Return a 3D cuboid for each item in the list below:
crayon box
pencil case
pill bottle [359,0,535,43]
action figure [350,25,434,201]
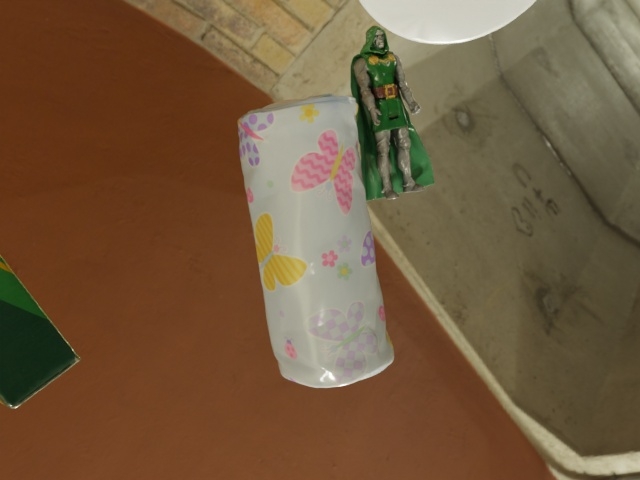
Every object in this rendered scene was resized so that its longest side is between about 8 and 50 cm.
[{"bbox_3d":[-0.402,0.027,0.598,0.081,0.202,0.319,-39,-79,-34],"label":"crayon box"},{"bbox_3d":[0.000,0.000,0.539,0.124,0.113,0.274,-18,-78,-37],"label":"pencil case"},{"bbox_3d":[0.080,-0.276,0.406,0.162,0.162,0.279,25,-135,-26],"label":"pill bottle"},{"bbox_3d":[0.092,-0.176,0.780,0.137,0.063,0.233,-18,-78,-28],"label":"action figure"}]
